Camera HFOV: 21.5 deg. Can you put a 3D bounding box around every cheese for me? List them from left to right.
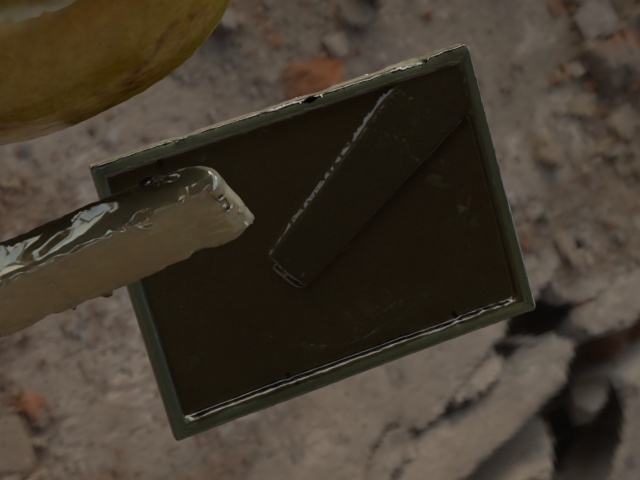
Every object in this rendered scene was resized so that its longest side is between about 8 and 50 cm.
[{"bbox_3d":[-0.229,0.051,0.929,0.085,0.400,0.034,48,19,-73],"label":"cheese"}]

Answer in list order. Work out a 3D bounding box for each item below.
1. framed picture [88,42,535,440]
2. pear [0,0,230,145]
[{"bbox_3d":[0.000,0.000,1.406,0.335,0.022,0.247,-20,106,-13],"label":"framed picture"},{"bbox_3d":[-0.178,-0.188,0.865,0.314,0.314,0.314,25,54,-38],"label":"pear"}]
